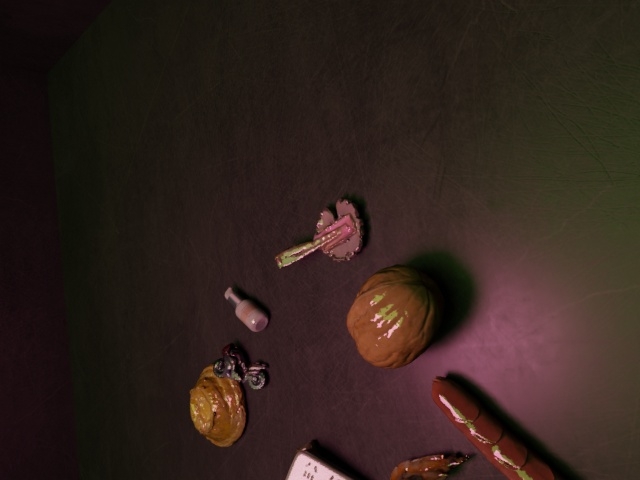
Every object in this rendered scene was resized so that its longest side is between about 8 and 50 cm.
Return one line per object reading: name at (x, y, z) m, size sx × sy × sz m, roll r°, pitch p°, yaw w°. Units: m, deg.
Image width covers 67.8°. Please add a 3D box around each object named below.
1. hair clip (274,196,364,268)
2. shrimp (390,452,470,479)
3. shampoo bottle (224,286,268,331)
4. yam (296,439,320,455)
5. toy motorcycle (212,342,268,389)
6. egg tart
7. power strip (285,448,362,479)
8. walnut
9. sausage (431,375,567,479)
hair clip at (0.002, 0.001, 1.356) m, size 0.300 × 0.069 × 0.173 m, roll -27°, pitch 74°, yaw 28°
shrimp at (0.268, 0.594, 1.141) m, size 0.254 × 0.059 × 0.145 m, roll -33°, pitch 72°, yaw 37°
shampoo bottle at (-0.253, 0.226, 1.583) m, size 0.192 × 0.074 × 0.074 m, roll 33°, pitch 112°, yaw 35°
yam at (0.030, 0.757, 1.344) m, size 0.083 × 0.083 × 0.372 m, roll -47°, pitch 61°, yaw 32°
toy motorcycle at (-0.263, 0.418, 1.594) m, size 0.213 × 0.082 × 0.123 m, roll 10°, pitch 86°, yaw 26°
egg tart at (-0.380, 0.585, 1.679) m, size 0.290 × 0.115 × 0.291 m, roll 0°, pitch 89°, yaw 43°
power strip at (0.020, 0.712, 1.285) m, size 0.264 × 0.059 × 0.194 m, roll 19°, pitch 81°, yaw 24°
walnut at (0.173, 0.179, 1.120) m, size 0.225 × 0.224 × 0.261 m, roll 57°, pitch 137°, yaw 25°
sausage at (0.400, 0.451, 1.007) m, size 0.433 × 0.087 × 0.088 m, roll 41°, pitch 116°, yaw 34°
